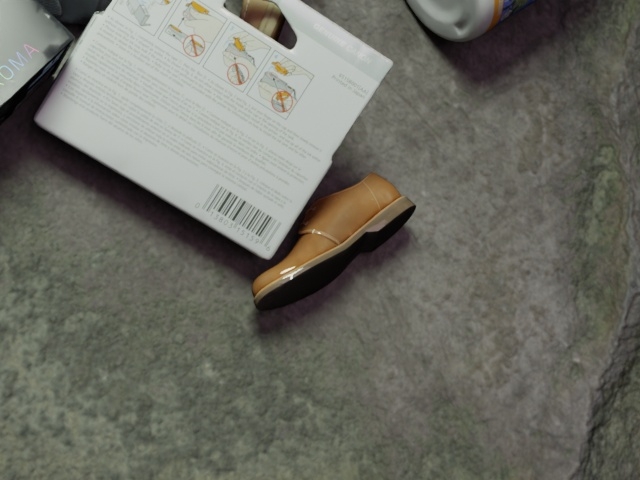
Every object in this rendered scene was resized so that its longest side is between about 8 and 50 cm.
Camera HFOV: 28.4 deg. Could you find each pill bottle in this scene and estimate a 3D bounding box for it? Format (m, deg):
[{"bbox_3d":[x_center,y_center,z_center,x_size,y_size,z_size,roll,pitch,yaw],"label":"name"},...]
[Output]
[{"bbox_3d":[0.226,-0.348,1.423,0.272,0.152,0.152,-34,94,-22],"label":"pill bottle"}]

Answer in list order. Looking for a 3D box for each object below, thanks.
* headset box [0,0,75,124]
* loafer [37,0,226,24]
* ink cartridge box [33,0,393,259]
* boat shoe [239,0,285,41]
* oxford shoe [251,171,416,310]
[{"bbox_3d":[-0.417,-0.189,1.153,0.283,0.131,0.246,45,68,-8],"label":"headset box"},{"bbox_3d":[-0.235,-0.277,1.272,0.303,0.109,0.095,23,34,-18],"label":"loafer"},{"bbox_3d":[-0.106,-0.150,1.257,0.275,0.060,0.239,31,96,-14],"label":"ink cartridge box"},{"bbox_3d":[-0.067,-0.352,1.333,0.110,0.121,0.341,10,65,-10],"label":"boat shoe"},{"bbox_3d":[0.000,0.000,1.327,0.212,0.076,0.076,-35,75,-29],"label":"oxford shoe"}]
